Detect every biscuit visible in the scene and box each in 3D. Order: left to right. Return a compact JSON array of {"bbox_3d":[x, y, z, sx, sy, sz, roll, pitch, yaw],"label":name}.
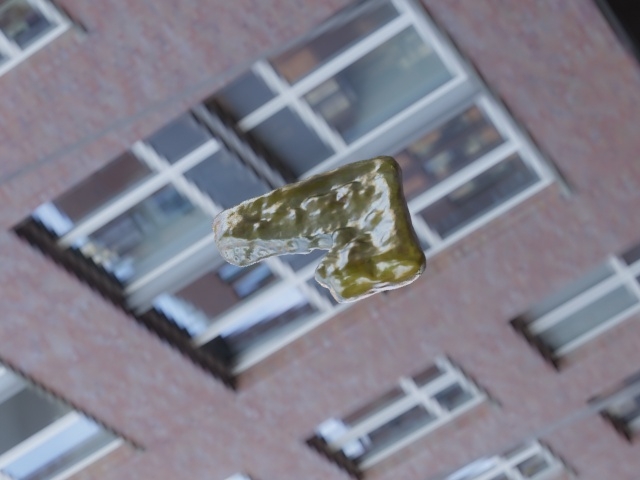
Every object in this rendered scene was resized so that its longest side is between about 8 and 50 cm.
[{"bbox_3d":[0.000,0.000,1.401,0.183,0.174,0.039,-108,-1,-57],"label":"biscuit"}]
